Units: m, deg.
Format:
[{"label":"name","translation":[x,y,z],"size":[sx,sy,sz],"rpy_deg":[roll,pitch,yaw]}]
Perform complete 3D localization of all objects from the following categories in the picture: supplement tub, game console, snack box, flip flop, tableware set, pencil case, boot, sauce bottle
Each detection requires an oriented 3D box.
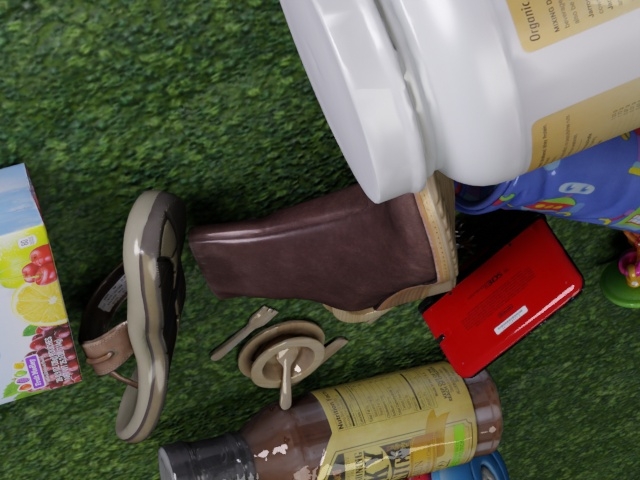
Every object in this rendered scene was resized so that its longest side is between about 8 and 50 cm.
[{"label":"supplement tub","translation":[0.142,-0.170,0.819],"size":[0.316,0.228,0.228],"rpy_deg":[-22,145,-4]},{"label":"game console","translation":[0.168,0.040,1.185],"size":[0.144,0.124,0.085],"rpy_deg":[-42,150,22]},{"label":"snack box","translation":[-0.282,0.051,0.988],"size":[0.175,0.070,0.207],"rpy_deg":[-16,143,-14]},{"label":"flip flop","translation":[-0.155,0.061,1.060],"size":[0.080,0.112,0.277],"rpy_deg":[8,142,-1]},{"label":"tableware set","translation":[0.006,0.082,1.225],"size":[0.194,0.039,0.128],"rpy_deg":[-40,142,21]},{"label":"pencil case","translation":[0.222,-0.066,1.094],"size":[0.306,0.119,0.133],"rpy_deg":[5,140,-36]},{"label":"boot","translation":[0.000,0.000,1.009],"size":[0.207,0.090,0.248],"rpy_deg":[-2,159,5]},{"label":"sauce bottle","translation":[0.011,0.202,1.324],"size":[0.345,0.111,0.111],"rpy_deg":[-12,143,-17]}]

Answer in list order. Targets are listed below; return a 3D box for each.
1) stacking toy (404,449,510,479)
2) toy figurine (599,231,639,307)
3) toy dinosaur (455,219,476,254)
[{"label":"stacking toy","translation":[0.065,0.327,1.503],"size":[0.302,0.165,0.175],"rpy_deg":[-28,131,23]},{"label":"toy figurine","translation":[0.347,-0.019,1.268],"size":[0.173,0.130,0.159],"rpy_deg":[-6,134,16]},{"label":"toy dinosaur","translation":[0.098,-0.002,1.166],"size":[0.082,0.047,0.090],"rpy_deg":[3,138,-31]}]
